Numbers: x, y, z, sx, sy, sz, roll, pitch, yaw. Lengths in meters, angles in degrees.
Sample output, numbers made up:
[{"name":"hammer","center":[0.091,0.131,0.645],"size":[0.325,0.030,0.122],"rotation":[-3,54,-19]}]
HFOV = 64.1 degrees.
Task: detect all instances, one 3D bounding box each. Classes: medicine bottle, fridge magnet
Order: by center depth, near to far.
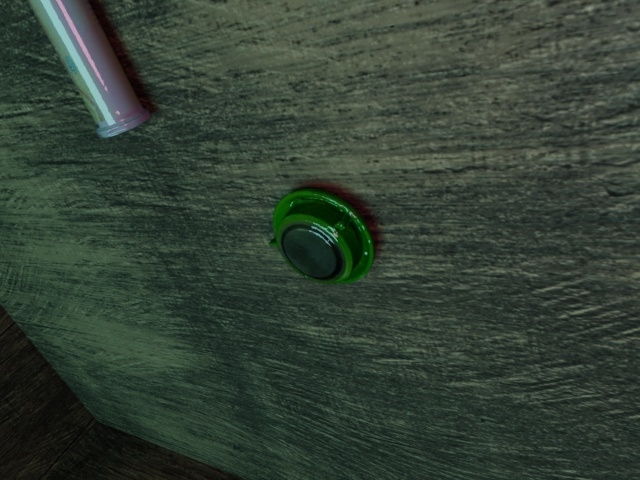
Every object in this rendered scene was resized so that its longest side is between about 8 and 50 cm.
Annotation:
[{"name":"medicine bottle","center":[-0.441,-0.395,0.885],"size":[0.108,0.108,0.426],"rotation":[0,124,34]},{"name":"fridge magnet","center":[0.000,0.000,0.934],"size":[0.208,0.088,0.208],"rotation":[19,135,20]}]
